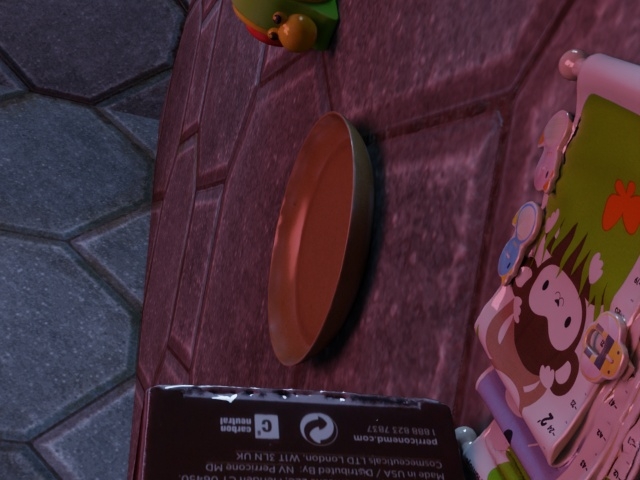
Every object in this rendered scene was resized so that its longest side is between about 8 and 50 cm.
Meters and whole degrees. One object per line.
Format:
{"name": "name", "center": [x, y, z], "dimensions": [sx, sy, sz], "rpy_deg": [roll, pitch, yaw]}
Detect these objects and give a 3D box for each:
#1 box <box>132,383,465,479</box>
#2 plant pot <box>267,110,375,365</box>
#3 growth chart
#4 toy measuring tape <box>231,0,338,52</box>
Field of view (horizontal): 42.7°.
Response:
{"name": "box", "center": [-0.024, 0.205, 0.440], "dimensions": [0.167, 0.169, 0.203], "rpy_deg": [-97, 18, -44]}
{"name": "plant pot", "center": [0.000, 0.000, 0.756], "dimensions": [0.236, 0.032, 0.236], "rpy_deg": [-169, 90, -74]}
{"name": "growth chart", "center": [0.118, 0.031, 0.380], "dimensions": [0.172, 0.021, 0.237], "rpy_deg": [-133, 57, -71]}
{"name": "toy measuring tape", "center": [-0.049, -0.327, 0.976], "dimensions": [0.330, 0.122, 0.121], "rpy_deg": [-96, 24, -44]}
